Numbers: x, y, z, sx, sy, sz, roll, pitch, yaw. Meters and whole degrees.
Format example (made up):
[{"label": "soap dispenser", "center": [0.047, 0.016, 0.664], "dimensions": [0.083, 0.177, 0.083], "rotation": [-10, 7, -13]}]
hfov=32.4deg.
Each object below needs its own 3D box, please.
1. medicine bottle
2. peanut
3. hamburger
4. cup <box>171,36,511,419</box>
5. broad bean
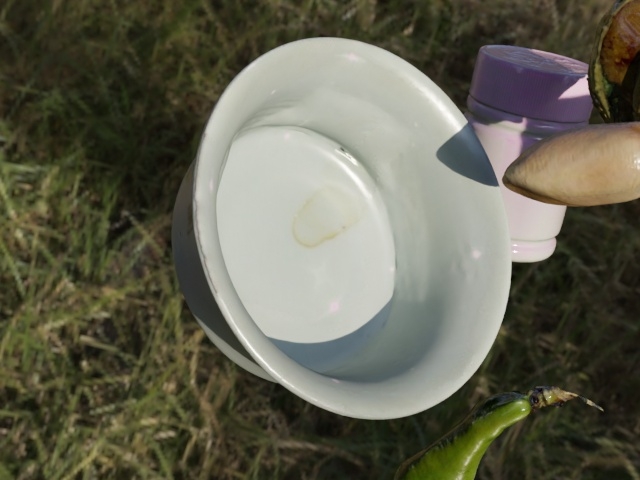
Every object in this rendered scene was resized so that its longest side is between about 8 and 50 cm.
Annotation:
[{"label": "medicine bottle", "center": [0.320, -0.143, 1.793], "dimensions": [0.202, 0.315, 0.202], "rotation": [10, 21, -4]}, {"label": "peanut", "center": [0.237, -0.066, 0.982], "dimensions": [0.152, 0.076, 0.076], "rotation": [-12, 22, 17]}, {"label": "hamburger", "center": [0.460, -0.253, 1.411], "dimensions": [0.211, 0.309, 0.132], "rotation": [52, -9, -32]}, {"label": "cup", "center": [0.000, 0.000, 1.038], "dimensions": [0.347, 0.163, 0.347], "rotation": [9, 73, -32]}, {"label": "broad bean", "center": [0.138, 0.241, 1.131], "dimensions": [0.098, 0.318, 0.056], "rotation": [36, 34, -19]}]
